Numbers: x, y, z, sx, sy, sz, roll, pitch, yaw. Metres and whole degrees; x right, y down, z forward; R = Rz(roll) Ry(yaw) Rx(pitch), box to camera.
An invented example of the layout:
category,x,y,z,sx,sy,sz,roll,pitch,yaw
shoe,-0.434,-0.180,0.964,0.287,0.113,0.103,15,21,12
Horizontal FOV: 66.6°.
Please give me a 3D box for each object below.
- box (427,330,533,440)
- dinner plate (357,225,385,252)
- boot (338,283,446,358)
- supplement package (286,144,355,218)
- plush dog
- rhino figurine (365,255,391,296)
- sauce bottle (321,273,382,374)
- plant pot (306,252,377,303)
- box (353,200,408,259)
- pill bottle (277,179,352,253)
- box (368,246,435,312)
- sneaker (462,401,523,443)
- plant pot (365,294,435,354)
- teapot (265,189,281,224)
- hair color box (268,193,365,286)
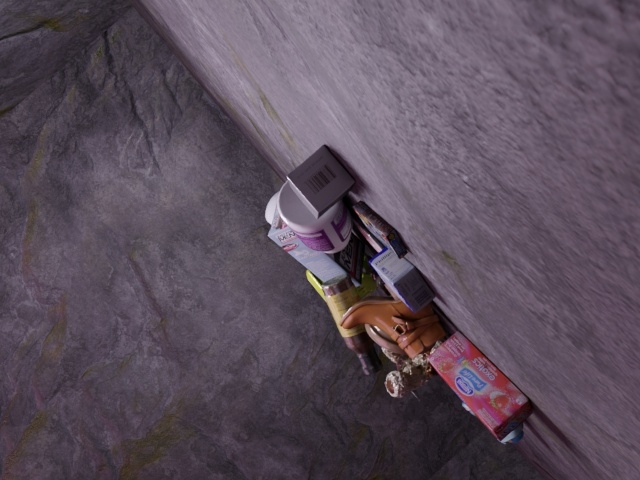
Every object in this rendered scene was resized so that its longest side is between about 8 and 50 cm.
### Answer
category,x,y,z,sx,sy,sz,roll,pitch,yaw
box,0.424,0.386,1.307,0.257,0.123,0.128,48,177,41
dinner plate,0.160,0.006,1.415,0.141,0.017,0.141,50,178,2
boot,0.208,0.249,1.432,0.220,0.283,0.109,56,-160,8
supplement package,-0.001,-0.124,1.082,0.105,0.105,0.179,49,178,1
plush dog,0.346,0.393,1.633,0.211,0.225,0.262,24,-141,-18
rhino figurine,0.212,0.119,1.705,0.106,0.073,0.243,53,178,-27
sauce bottle,0.114,0.285,1.634,0.111,0.111,0.344,-139,25,-79
plant pot,0.095,0.144,1.969,0.227,0.207,0.228,49,-162,28
box,0.135,-0.025,1.108,0.137,0.027,0.094,48,177,46
pill bottle,-0.001,-0.064,1.386,0.169,0.169,0.301,48,178,23
box,0.209,0.098,1.254,0.126,0.072,0.137,51,178,-32
sneaker,0.576,0.568,1.584,0.208,0.127,0.319,50,-171,23
plant pot,0.265,0.241,1.544,0.237,0.237,0.109,47,138,47
teapot,-0.080,-0.134,1.859,0.256,0.187,0.252,25,-167,25
hair color box,0.000,0.000,1.667,0.374,0.114,0.185,41,-138,-35
